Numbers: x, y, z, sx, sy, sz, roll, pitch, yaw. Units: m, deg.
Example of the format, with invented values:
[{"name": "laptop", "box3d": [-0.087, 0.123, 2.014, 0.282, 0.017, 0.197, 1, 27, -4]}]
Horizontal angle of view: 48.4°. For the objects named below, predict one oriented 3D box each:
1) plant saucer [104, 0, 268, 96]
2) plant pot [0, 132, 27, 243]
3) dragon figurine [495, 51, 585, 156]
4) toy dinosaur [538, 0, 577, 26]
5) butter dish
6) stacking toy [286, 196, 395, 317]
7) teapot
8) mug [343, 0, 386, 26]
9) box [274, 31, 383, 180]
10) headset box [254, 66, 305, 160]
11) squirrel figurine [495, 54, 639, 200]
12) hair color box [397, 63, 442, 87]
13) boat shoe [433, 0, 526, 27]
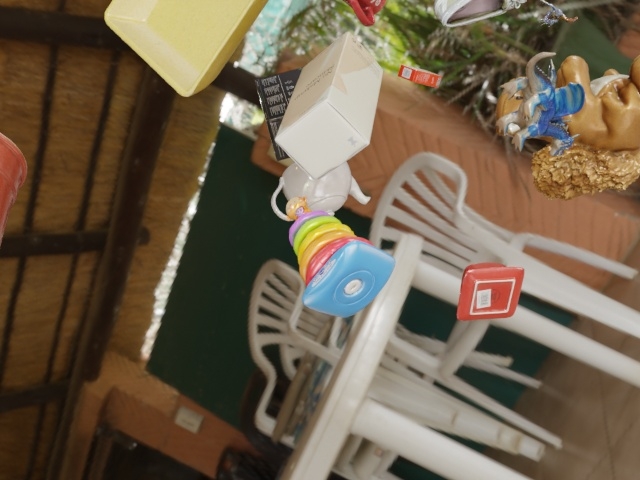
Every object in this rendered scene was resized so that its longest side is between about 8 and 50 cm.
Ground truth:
[{"name": "plant saucer", "box3d": [-0.217, -0.464, 1.321, 0.333, 0.333, 0.081, -53, -33, 12]}, {"name": "plant pot", "box3d": [-0.700, -0.043, 1.309, 0.272, 0.272, 0.265, 110, 157, -54]}, {"name": "dragon figurine", "box3d": [0.384, -0.242, 1.200, 0.144, 0.085, 0.289, -27, -34, -12]}, {"name": "toy dinosaur", "box3d": [0.500, -0.474, 1.516, 0.082, 0.090, 0.047, -41, -25, -58]}, {"name": "butter dish", "box3d": [0.417, 0.112, 1.812, 0.118, 0.159, 0.160, -107, 16, -56]}, {"name": "stacking toy", "box3d": [0.000, 0.000, 1.489, 0.165, 0.302, 0.175, 23, -67, -45]}, {"name": "teapot", "box3d": [-0.005, -0.162, 2.358, 0.256, 0.187, 0.252, -24, -17, 21]}, {"name": "mug", "box3d": [0.110, -0.683, 1.955, 0.113, 0.150, 0.169, -43, -19, 21]}, {"name": "box", "box3d": [0.025, -0.274, 1.424, 0.148, 0.121, 0.311, -33, 26, 30]}, {"name": "headset box", "box3d": [-0.014, -0.363, 1.919, 0.246, 0.283, 0.131, -109, 3, -50]}, {"name": "squirrel figurine", "box3d": [0.667, -0.293, 1.923, 0.281, 0.370, 0.397, -85, -11, -78]}, {"name": "hair color box", "box3d": [0.326, -0.538, 2.333, 0.141, 0.072, 0.043, -2, -63, -44]}, {"name": "boat shoe", "box3d": [0.495, -0.700, 2.077, 0.118, 0.320, 0.103, 75, 180, -46]}]
